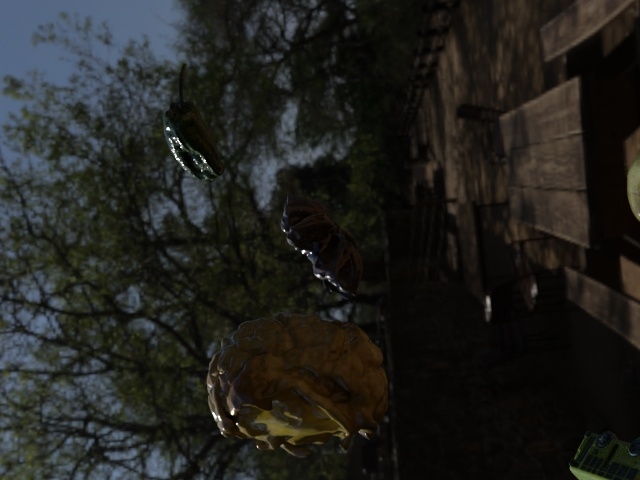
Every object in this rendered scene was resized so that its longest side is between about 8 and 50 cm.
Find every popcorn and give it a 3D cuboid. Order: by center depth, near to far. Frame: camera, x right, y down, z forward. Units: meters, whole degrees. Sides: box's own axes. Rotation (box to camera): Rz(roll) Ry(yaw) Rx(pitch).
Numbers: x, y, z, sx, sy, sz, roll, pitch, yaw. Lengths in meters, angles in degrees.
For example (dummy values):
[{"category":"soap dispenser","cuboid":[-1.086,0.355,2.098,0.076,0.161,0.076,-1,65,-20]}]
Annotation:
[{"category":"popcorn","cuboid":[-0.034,0.198,1.068,0.250,0.250,0.190,69,-153,-70]}]

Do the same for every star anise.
[{"category":"star anise","cuboid":[0.000,0.000,1.357,0.229,0.093,0.236,42,-171,-44]}]

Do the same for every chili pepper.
[{"category":"chili pepper","cuboid":[-0.211,-0.170,1.229,0.204,0.072,0.073,70,-172,-47]}]

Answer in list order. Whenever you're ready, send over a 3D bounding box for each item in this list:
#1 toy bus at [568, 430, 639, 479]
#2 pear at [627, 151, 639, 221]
[{"category":"toy bus","cuboid":[0.497,0.380,1.276,0.101,0.088,0.175,-53,11,-14]},{"category":"pear","cuboid":[0.530,-0.080,1.121,0.167,0.136,0.167,159,90,-76]}]
